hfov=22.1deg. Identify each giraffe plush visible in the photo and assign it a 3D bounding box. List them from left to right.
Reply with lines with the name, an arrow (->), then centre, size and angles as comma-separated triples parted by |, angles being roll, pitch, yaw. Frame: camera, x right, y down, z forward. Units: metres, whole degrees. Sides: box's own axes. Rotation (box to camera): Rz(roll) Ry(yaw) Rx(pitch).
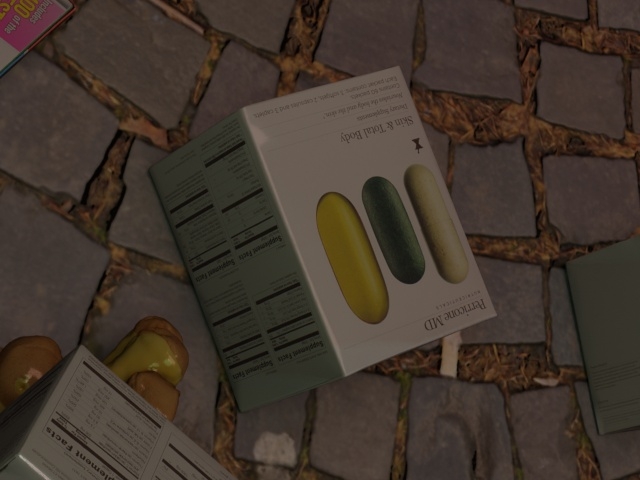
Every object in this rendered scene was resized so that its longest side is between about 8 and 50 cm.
giraffe plush -> -0.234, 0.147, 1.449 | 0.170, 0.181, 0.210 | 26, 97, -12

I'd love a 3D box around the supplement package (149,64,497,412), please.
supplement package -> 0.000, 0.000, 1.595 | 0.199, 0.198, 0.263 | -19, 86, -35

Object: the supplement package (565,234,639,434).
supplement package -> 0.405, 0.096, 1.823 | 0.149, 0.194, 0.203 | -3, 77, -33

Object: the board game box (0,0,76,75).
board game box -> -0.415, -0.252, 1.494 | 0.316, 0.064, 0.242 | 48, 56, -11

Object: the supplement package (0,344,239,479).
supplement package -> -0.218, 0.254, 1.321 | 0.204, 0.262, 0.145 | 42, 32, -14
